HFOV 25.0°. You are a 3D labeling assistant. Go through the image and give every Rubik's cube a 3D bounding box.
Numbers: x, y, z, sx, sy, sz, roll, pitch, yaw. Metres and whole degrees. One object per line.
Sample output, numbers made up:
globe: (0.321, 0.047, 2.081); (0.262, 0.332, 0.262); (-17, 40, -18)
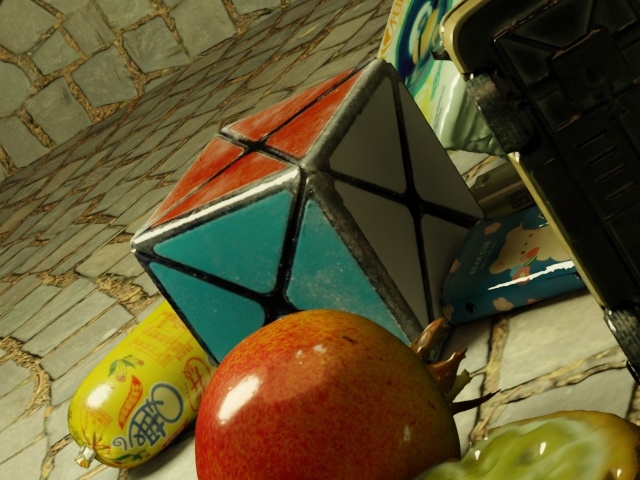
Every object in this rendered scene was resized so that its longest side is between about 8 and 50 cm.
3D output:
Rubik's cube: (0.000, 0.000, 1.527); (0.259, 0.260, 0.255); (-23, 22, 36)

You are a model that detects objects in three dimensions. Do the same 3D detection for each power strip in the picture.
power strip: (0.286, -0.095, 1.621); (0.268, 0.034, 0.092); (-26, 19, 23)

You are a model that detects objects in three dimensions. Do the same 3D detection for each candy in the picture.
candy: (0.128, 0.215, 0.977); (0.260, 0.118, 0.260); (-29, 17, 10)

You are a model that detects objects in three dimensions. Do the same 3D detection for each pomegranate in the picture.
pomegranate: (0.020, 0.153, 1.178); (0.257, 0.221, 0.221); (-32, 17, -15)

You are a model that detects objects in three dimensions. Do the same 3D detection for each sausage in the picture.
sausage: (-0.164, 0.137, 1.663); (0.123, 0.123, 0.347); (-10, 30, 51)

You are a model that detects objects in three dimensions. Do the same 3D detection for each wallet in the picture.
wallet: (0.226, 0.010, 1.424); (0.202, 0.059, 0.141); (-20, 28, 39)

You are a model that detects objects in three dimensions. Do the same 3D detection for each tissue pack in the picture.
tissue pack: (0.201, -0.267, 1.840); (0.388, 0.162, 0.287); (-126, 52, -72)

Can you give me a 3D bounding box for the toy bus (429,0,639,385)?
toy bus: (0.235, -0.058, 1.092); (0.177, 0.365, 0.202); (-31, 16, 7)
